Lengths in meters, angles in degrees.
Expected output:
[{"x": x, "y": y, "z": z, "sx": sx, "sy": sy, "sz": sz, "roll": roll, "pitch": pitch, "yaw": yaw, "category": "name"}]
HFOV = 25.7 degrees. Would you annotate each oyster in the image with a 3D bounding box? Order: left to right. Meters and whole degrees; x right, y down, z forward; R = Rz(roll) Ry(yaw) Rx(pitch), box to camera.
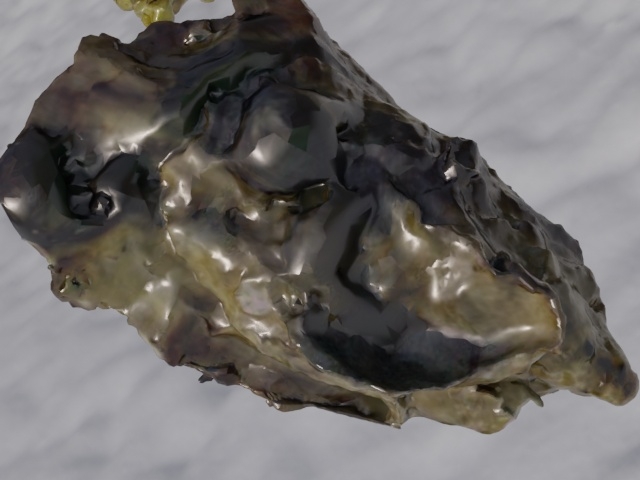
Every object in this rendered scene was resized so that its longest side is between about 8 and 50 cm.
[{"x": 0.007, "y": 0.009, "z": 0.758, "sx": 0.221, "sy": 0.361, "sz": 0.096, "roll": -50, "pitch": 2, "yaw": -11, "category": "oyster"}]

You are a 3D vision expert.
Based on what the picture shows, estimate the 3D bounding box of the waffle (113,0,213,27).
[{"x": -0.081, "y": -0.289, "z": 1.151, "sx": 0.291, "sy": 0.051, "sz": 0.291, "roll": -28, "pitch": 37, "yaw": 23, "category": "waffle"}]
